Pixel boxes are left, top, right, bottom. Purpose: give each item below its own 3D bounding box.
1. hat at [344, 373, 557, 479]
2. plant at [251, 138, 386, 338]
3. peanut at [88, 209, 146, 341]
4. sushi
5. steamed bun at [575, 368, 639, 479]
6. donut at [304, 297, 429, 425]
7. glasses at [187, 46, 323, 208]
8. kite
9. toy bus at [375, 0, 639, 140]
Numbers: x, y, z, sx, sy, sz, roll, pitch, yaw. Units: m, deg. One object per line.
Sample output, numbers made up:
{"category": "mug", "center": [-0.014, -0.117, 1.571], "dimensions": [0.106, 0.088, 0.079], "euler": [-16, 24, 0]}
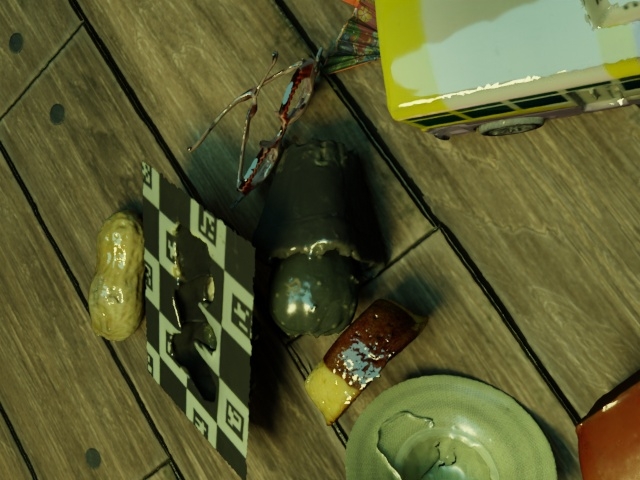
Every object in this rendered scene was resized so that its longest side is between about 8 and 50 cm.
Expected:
{"category": "hat", "center": [0.156, 0.298, 0.919], "dimensions": [0.252, 0.252, 0.110], "euler": [26, 144, 24]}
{"category": "plant", "center": [0.000, 0.000, 0.978], "dimensions": [0.142, 0.164, 0.256], "euler": [-3, 78, 27]}
{"category": "peanut", "center": [-0.315, 0.057, 1.179], "dimensions": [0.099, 0.099, 0.214], "euler": [12, 90, 26]}
{"category": "sushi", "center": [-0.137, 0.097, 1.045], "dimensions": [0.296, 0.100, 0.373], "euler": [34, 129, 43]}
{"category": "steamed bun", "center": [0.453, 0.177, 0.702], "dimensions": [0.379, 0.235, 0.248], "euler": [-43, 70, 21]}
{"category": "donut", "center": [0.052, 0.146, 0.946], "dimensions": [0.073, 0.166, 0.184], "euler": [41, 122, 7]}
{"category": "glasses", "center": [-0.080, -0.158, 1.010], "dimensions": [0.095, 0.162, 0.255], "euler": [34, 103, 8]}
{"category": "kite", "center": [0.079, -0.313, 0.997], "dimensions": [0.183, 0.014, 0.241], "euler": [40, 113, 32]}
{"category": "toy bus", "center": [0.292, -0.246, 0.771], "dimensions": [0.440, 0.249, 0.209], "euler": [-6, 88, 27]}
